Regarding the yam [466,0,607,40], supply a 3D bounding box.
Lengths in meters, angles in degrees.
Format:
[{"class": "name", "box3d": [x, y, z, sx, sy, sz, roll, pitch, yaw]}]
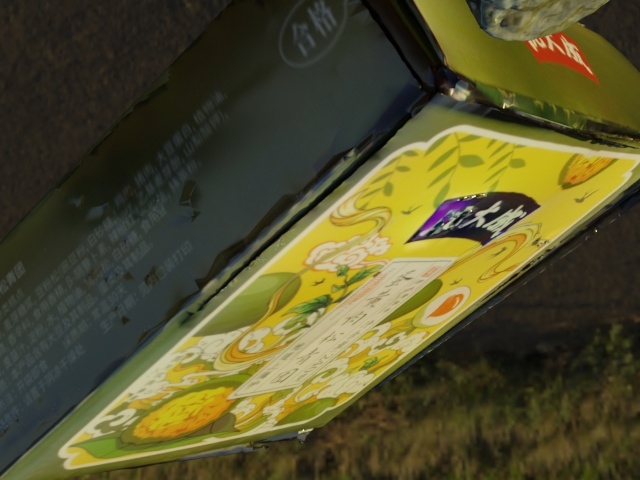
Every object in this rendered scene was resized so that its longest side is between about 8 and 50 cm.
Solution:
[{"class": "yam", "box3d": [0.073, -0.204, 0.468, 0.093, 0.259, 0.093, -8, 156, -3]}]

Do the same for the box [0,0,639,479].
[{"class": "box", "box3d": [0.000, 0.000, 0.827, 0.420, 0.138, 0.373, -41, 156, 26]}]
